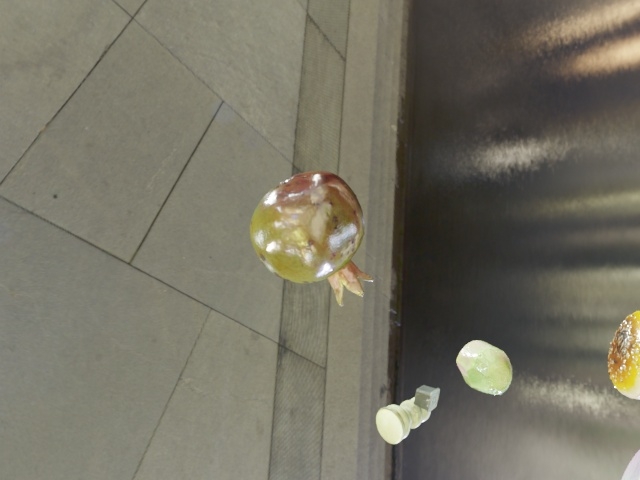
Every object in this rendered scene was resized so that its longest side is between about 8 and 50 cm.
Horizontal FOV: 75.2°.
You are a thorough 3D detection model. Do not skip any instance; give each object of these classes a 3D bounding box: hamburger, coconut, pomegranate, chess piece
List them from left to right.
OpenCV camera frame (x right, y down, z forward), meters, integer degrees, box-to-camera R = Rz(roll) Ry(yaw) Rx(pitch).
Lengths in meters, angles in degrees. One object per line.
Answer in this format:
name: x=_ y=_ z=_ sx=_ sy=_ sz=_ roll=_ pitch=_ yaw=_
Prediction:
pomegranate: x=-0.017 y=-0.010 z=1.014 sx=0.291 sy=0.291 sz=0.323 roll=-56 pitch=137 yaw=-33
chess piece: x=0.370 y=0.739 z=1.756 sx=0.251 sy=0.144 sz=0.144 roll=-5 pitch=89 yaw=-40
coconut: x=0.700 y=0.543 z=1.789 sx=0.236 sy=0.236 sz=0.204 roll=19 pitch=84 yaw=-42
hamburger: x=0.454 y=0.156 z=0.576 sx=0.141 sy=0.081 sz=0.126 roll=87 pitch=26 yaw=-59

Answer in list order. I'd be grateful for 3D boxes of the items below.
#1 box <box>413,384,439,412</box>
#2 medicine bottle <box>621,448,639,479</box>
box: x=0.437 y=0.647 z=1.710 sx=0.122 sy=0.069 sz=0.084 roll=12 pitch=89 yaw=-56
medicine bottle: x=1.061 y=0.758 z=1.165 sx=0.212 sy=0.325 sz=0.212 roll=-35 pitch=141 yaw=-36
